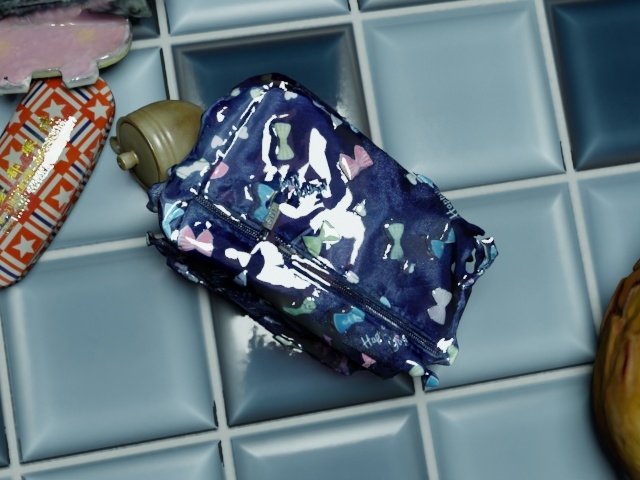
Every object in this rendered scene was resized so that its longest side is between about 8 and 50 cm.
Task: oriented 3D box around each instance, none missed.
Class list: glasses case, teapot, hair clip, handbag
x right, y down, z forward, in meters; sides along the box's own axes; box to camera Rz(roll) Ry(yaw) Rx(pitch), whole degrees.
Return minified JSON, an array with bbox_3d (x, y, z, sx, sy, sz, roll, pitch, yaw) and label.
[{"bbox_3d":[-0.229,-0.052,0.648,0.073,0.049,0.195,27,83,-3],"label":"glasses case"},{"bbox_3d":[-0.126,-0.059,0.664,0.080,0.085,0.110,-30,118,-29],"label":"teapot"},{"bbox_3d":[-0.205,-0.184,0.648,0.187,0.056,0.146,-13,64,3],"label":"hair clip"},{"bbox_3d":[0.000,0.000,0.626,0.260,0.113,0.162,33,78,-11],"label":"handbag"}]

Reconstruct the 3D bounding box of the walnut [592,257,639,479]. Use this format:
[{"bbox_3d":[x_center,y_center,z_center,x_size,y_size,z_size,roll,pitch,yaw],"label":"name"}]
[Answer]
[{"bbox_3d":[0.313,0.084,0.615,0.203,0.203,0.298,31,86,-2],"label":"walnut"}]
